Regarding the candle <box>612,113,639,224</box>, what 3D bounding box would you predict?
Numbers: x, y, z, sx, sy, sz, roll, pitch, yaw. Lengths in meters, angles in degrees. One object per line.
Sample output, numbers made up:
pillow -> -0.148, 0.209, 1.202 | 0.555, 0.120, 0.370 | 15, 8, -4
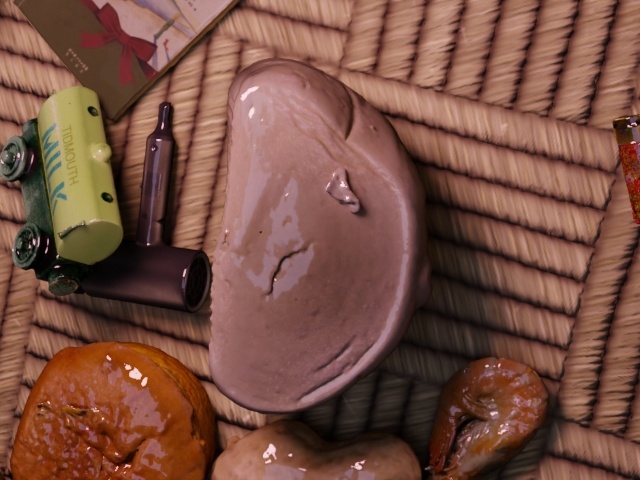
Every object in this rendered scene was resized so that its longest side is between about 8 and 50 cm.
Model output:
candle -> 0.351, -0.072, 1.607 | 0.052, 0.052, 0.130 | -10, 95, 20

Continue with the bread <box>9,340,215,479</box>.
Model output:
bread -> -0.242, 0.244, 1.814 | 0.268, 0.146, 0.268 | 4, 103, 16

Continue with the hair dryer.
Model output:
hair dryer -> -0.225, -0.048, 1.810 | 0.196, 0.078, 0.248 | 9, 91, 18

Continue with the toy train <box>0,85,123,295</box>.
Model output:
toy train -> -0.296, -0.064, 1.754 | 0.157, 0.105, 0.253 | -41, 47, 32

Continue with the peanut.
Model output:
peanut -> -0.008, 0.273, 1.754 | 0.263, 0.101, 0.117 | 1, 112, 22

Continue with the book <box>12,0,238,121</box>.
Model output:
book -> -0.215, -0.305, 1.779 | 0.289, 0.026, 0.201 | -42, 84, 21

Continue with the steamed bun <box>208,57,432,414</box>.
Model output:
steamed bun -> 0.004, -0.003, 1.643 | 0.236, 0.247, 0.383 | 3, 100, -2

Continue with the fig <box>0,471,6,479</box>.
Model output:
fig -> -0.438, 0.342, 1.923 | 0.155, 0.103, 0.109 | 33, 117, -19

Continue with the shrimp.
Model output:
shrimp -> 0.173, 0.219, 1.712 | 0.115, 0.051, 0.217 | 41, 112, 10
